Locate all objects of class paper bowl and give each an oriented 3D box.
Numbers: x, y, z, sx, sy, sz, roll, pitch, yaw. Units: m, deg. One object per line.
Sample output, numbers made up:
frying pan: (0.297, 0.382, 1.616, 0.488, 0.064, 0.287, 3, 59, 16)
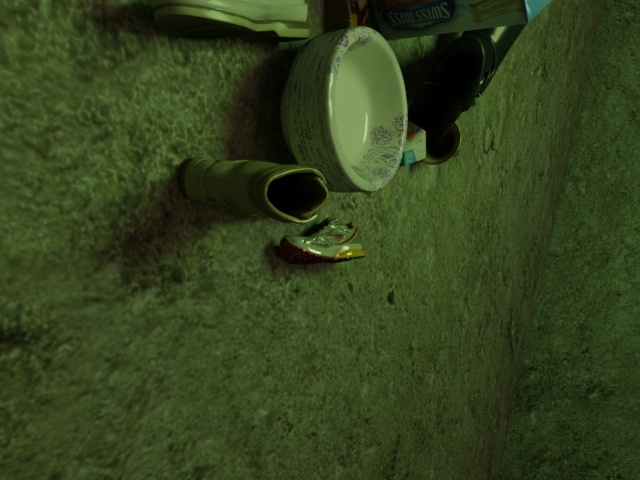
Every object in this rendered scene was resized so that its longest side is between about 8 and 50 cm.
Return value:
paper bowl: (0.036, -0.230, 0.888, 0.284, 0.148, 0.284, -12, 104, -54)

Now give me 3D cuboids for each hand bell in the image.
hand bell: (0.347, -0.257, 1.332, 0.242, 0.126, 0.126, -3, 102, -62)

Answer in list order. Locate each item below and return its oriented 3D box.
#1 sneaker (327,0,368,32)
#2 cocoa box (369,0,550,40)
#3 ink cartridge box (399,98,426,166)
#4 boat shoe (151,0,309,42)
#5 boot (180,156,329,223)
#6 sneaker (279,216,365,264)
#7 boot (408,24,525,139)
sneaker: (0.057, -0.479, 0.936, 0.084, 0.069, 0.186, -20, 121, -56)
cocoa box: (0.270, -0.547, 0.917, 0.231, 0.347, 0.228, -44, 127, -22)
ink cartridge box: (0.200, -0.278, 1.159, 0.104, 0.061, 0.181, -28, 119, -45)
boat shoe: (-0.126, -0.354, 0.712, 0.302, 0.113, 0.103, -30, 121, -55)
boot: (-0.060, -0.077, 0.779, 0.262, 0.203, 0.095, 8, 93, -51)
sneaker: (0.000, 0.000, 0.986, 0.225, 0.088, 0.093, -1, 80, -51)
boot: (0.356, -0.459, 1.104, 0.445, 0.146, 0.367, -40, 150, -52)
